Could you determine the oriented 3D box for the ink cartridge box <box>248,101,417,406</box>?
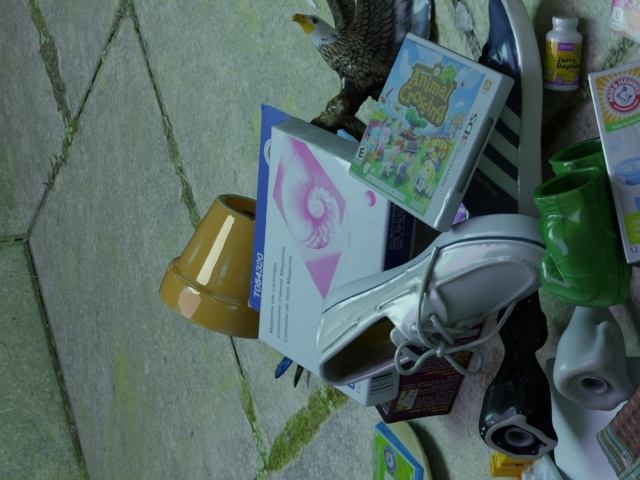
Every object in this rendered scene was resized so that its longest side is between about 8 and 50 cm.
[{"bbox_3d":[-0.010,0.014,2.134,0.330,0.071,0.324,26,121,43],"label":"ink cartridge box"}]

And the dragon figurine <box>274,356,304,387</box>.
[{"bbox_3d":[-0.035,0.165,2.444,0.289,0.144,0.085,-35,64,60],"label":"dragon figurine"}]

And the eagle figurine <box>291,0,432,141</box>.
[{"bbox_3d":[0.052,-0.284,2.179,0.226,0.225,0.298,6,66,24],"label":"eagle figurine"}]

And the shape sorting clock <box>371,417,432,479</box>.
[{"bbox_3d":[0.121,0.355,2.290,0.206,0.040,0.206,36,130,57],"label":"shape sorting clock"}]

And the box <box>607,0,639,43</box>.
[{"bbox_3d":[0.419,-0.228,1.457,0.300,0.142,0.154,42,131,53],"label":"box"}]

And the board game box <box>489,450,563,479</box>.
[{"bbox_3d":[0.254,0.472,1.900,0.390,0.050,0.390,-110,23,-68],"label":"board game box"}]

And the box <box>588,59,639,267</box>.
[{"bbox_3d":[0.355,-0.082,1.610,0.114,0.103,0.203,-13,81,21],"label":"box"}]

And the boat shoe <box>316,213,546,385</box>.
[{"bbox_3d":[0.126,0.095,1.860,0.367,0.136,0.156,-23,40,38],"label":"boat shoe"}]

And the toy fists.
[{"bbox_3d":[0.284,-0.013,1.683,0.279,0.096,0.142,-48,-60,-69],"label":"toy fists"}]

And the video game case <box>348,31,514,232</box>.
[{"bbox_3d":[0.126,-0.133,1.877,0.212,0.023,0.193,36,106,55],"label":"video game case"}]

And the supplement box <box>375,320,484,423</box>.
[{"bbox_3d":[0.139,0.152,2.140,0.081,0.104,0.188,58,143,41],"label":"supplement box"}]

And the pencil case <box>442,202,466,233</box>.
[{"bbox_3d":[0.193,-0.105,2.008,0.086,0.088,0.206,0,97,23],"label":"pencil case"}]

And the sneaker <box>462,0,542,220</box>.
[{"bbox_3d":[0.189,-0.123,1.894,0.131,0.148,0.350,-68,-24,-83],"label":"sneaker"}]

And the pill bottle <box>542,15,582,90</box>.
[{"bbox_3d":[0.283,-0.219,1.839,0.043,0.043,0.083,30,122,58],"label":"pill bottle"}]

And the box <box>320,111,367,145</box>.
[{"bbox_3d":[0.062,-0.076,2.308,0.233,0.044,0.159,43,133,53],"label":"box"}]

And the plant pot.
[{"bbox_3d":[-0.140,0.033,2.594,0.205,0.205,0.188,42,116,53],"label":"plant pot"}]

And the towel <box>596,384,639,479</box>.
[{"bbox_3d":[0.418,0.292,1.579,0.370,0.040,0.271,63,149,27],"label":"towel"}]

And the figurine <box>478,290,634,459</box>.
[{"bbox_3d":[0.272,0.114,1.821,0.215,0.092,0.209,-43,30,42],"label":"figurine"}]

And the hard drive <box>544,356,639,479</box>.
[{"bbox_3d":[0.379,0.246,1.748,0.353,0.047,0.233,-7,90,63],"label":"hard drive"}]
